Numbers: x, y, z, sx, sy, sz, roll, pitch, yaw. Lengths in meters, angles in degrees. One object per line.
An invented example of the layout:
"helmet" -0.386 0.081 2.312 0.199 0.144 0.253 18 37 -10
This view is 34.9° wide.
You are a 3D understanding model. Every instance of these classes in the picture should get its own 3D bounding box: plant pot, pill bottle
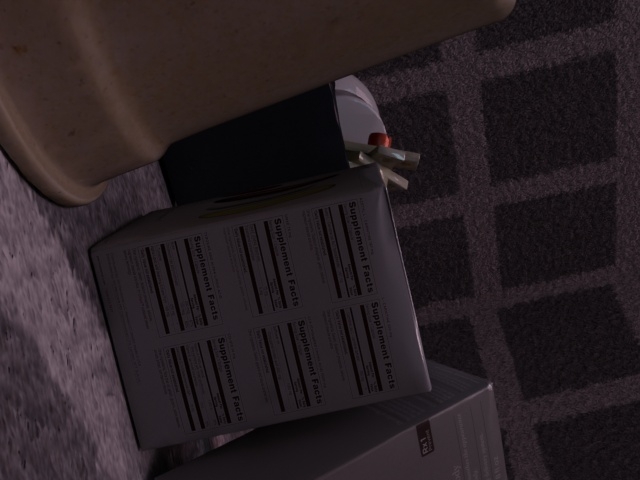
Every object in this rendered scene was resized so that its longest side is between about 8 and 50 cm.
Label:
"plant pot" -0.048 -0.215 0.637 0.334 0.306 0.333 -12 90 -86
"pill bottle" -0.021 -0.164 1.406 0.318 0.176 0.176 -133 -153 -65

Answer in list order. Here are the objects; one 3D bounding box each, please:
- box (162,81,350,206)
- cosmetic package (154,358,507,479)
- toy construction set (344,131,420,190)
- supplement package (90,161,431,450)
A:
"box" -0.097 -0.258 1.053 0.312 0.179 0.343 -97 174 -66
"cosmetic package" 0.015 0.186 0.725 0.107 0.238 0.127 13 -59 51
"toy construction set" 0.000 0.000 1.162 0.151 0.215 0.327 66 34 -55
"supplement package" -0.037 0.039 0.768 0.194 0.203 0.149 -84 162 -81
